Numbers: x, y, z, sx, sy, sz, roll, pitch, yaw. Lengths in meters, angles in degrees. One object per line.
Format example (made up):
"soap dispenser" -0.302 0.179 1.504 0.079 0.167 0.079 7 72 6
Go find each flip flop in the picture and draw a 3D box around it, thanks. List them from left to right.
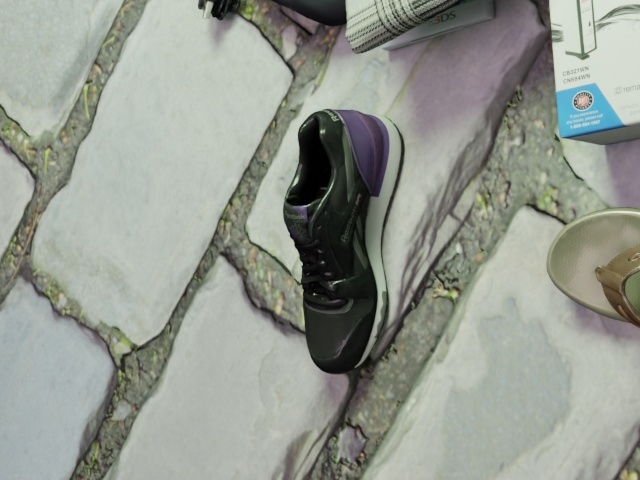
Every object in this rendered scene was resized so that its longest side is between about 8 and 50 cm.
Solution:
"flip flop" 0.323 0.047 1.711 0.277 0.080 0.112 30 106 38

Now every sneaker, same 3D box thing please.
"sneaker" 0.000 0.000 1.965 0.107 0.124 0.283 6 91 42

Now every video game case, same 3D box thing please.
"video game case" 0.115 -0.293 1.956 0.143 0.019 0.157 -13 78 39

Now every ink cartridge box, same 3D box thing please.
"ink cartridge box" 0.298 -0.203 1.746 0.148 0.086 0.203 -11 80 41

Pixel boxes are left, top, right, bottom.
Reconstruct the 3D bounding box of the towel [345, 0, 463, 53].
"towel" 0.139 -0.383 1.861 0.312 0.056 0.324 -25 53 37

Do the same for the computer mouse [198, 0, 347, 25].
"computer mouse" -0.044 -0.314 2.045 0.272 0.072 0.188 26 102 45
